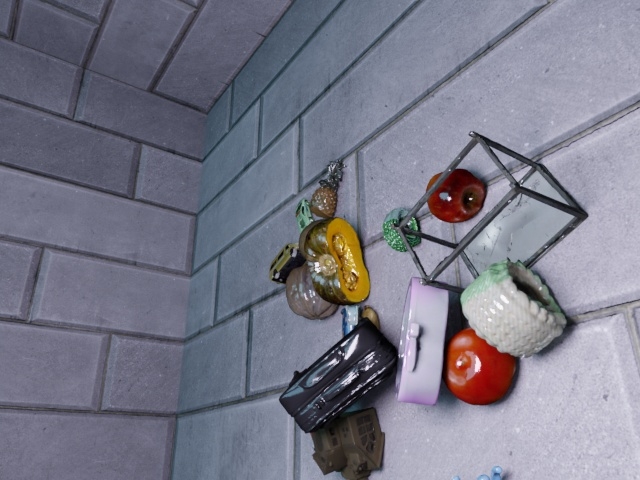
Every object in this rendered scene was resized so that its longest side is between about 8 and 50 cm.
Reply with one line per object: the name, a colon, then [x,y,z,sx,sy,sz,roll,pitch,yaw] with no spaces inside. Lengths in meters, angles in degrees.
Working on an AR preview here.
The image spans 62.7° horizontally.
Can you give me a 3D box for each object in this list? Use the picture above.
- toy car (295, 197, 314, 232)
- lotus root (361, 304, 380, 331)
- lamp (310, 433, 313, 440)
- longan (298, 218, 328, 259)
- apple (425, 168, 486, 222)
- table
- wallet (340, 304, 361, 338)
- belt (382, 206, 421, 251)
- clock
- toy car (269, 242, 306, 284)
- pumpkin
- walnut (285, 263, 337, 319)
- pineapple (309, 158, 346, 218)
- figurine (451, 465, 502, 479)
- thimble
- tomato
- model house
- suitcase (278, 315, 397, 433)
toy car: [-0.081,-0.110,2.340,0.093,0.058,0.186,-51,39,37]
lotus root: [0.168,0.289,1.763,0.072,0.063,0.151,95,174,-67]
lamp: [0.015,0.663,1.813,0.108,0.092,0.107,9,107,31]
longan: [0.000,0.000,2.081,0.184,0.159,0.204,-50,-3,9]
apple: [0.381,-0.132,1.537,0.158,0.147,0.155,25,120,59]
table: [0.409,-0.049,1.326,0.335,0.273,0.222,-53,38,31]
wallet: [0.102,0.329,1.815,0.141,0.059,0.202,115,158,-68]
belt: [0.267,-0.041,1.694,0.079,0.121,0.151,-44,38,44]
clock: [0.271,0.269,1.408,0.338,0.102,0.338,7,-90,-83]
toy car: [-0.130,0.082,2.292,0.256,0.101,0.124,-50,36,36]
pumpkin: [0.071,0.079,1.879,0.139,0.222,0.316,-25,79,38]
walnut: [-0.027,0.190,1.992,0.224,0.224,0.224,-30,52,49]
pineapple: [0.038,-0.219,2.170,0.125,0.125,0.251,-6,62,57]
figurine: [0.387,0.619,1.190,0.262,0.154,0.179,29,113,54]
thimble: [0.452,0.158,1.230,0.150,0.219,0.218,-52,38,31]
tomato: [0.390,0.313,1.319,0.195,0.136,0.194,-17,66,43]
model house: [0.080,0.672,1.635,0.211,0.205,0.243,-31,69,47]
suitcase: [0.058,0.393,1.560,0.345,0.339,0.188,-40,81,4]
